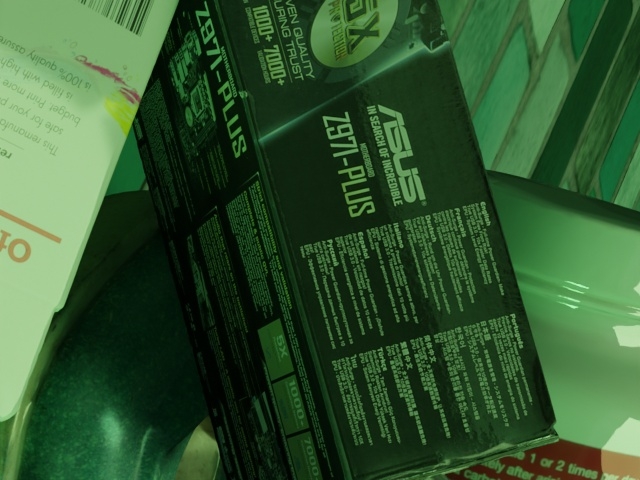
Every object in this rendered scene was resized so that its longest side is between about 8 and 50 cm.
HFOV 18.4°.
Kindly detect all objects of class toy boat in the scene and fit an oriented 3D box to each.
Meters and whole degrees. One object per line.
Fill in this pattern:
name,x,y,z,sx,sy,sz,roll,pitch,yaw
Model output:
toy boat,-0.103,0.149,0.789,0.318,0.148,0.267,-52,153,-44

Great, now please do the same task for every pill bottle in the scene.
pill bottle,0.116,0.171,1.275,0.229,0.229,0.408,-5,113,-69

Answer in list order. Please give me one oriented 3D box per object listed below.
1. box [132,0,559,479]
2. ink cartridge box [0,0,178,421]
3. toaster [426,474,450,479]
box,0.000,0.000,0.699,0.147,0.077,0.180,145,-69,-70
ink cartridge box,-0.117,-0.046,0.619,0.104,0.061,0.181,28,75,-33
toaster,-0.011,0.182,1.021,0.168,0.110,0.186,-24,-156,53
